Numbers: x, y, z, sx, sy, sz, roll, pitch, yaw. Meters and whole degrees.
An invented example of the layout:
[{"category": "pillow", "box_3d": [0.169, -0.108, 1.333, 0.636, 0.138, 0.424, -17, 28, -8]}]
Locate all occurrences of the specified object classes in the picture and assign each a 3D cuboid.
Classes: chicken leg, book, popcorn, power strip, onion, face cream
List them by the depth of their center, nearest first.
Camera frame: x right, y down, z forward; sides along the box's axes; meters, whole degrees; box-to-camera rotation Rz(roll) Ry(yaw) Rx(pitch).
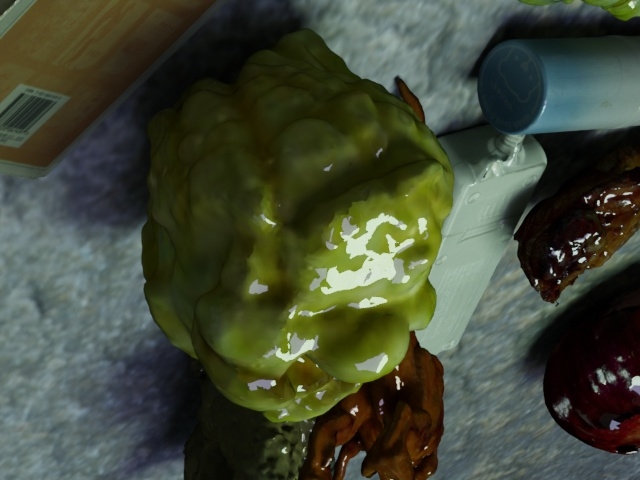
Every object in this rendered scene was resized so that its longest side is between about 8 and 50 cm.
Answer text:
[{"category": "book", "box_3d": [-0.131, -0.127, 0.781, 0.242, 0.018, 0.170, -42, 163, 15]}, {"category": "popcorn", "box_3d": [-0.021, -0.011, 0.890, 0.195, 0.255, 0.256, -2, 167, -41]}, {"category": "face cream", "box_3d": [0.242, -0.131, 1.110, 0.250, 0.077, 0.077, -9, 143, -39]}, {"category": "power strip", "box_3d": [0.117, 0.005, 1.215, 0.098, 0.058, 0.338, -16, 147, -27]}, {"category": "chicken leg", "box_3d": [0.276, -0.045, 1.230, 0.177, 0.083, 0.322, -46, 171, 34]}, {"category": "onion", "box_3d": [0.390, 0.162, 1.557, 0.252, 0.219, 0.252, -20, 156, -10]}]

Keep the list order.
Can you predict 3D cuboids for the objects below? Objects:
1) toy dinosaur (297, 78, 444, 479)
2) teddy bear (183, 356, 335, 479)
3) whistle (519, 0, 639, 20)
[{"category": "toy dinosaur", "box_3d": [0.053, 0.113, 1.054, 0.208, 0.097, 0.432, -58, 156, -52]}, {"category": "teddy bear", "box_3d": [-0.049, 0.182, 1.223, 0.267, 0.156, 0.256, -49, 160, -39]}, {"category": "whistle", "box_3d": [0.196, -0.208, 0.985, 0.104, 0.057, 0.198, -34, 160, 24]}]
